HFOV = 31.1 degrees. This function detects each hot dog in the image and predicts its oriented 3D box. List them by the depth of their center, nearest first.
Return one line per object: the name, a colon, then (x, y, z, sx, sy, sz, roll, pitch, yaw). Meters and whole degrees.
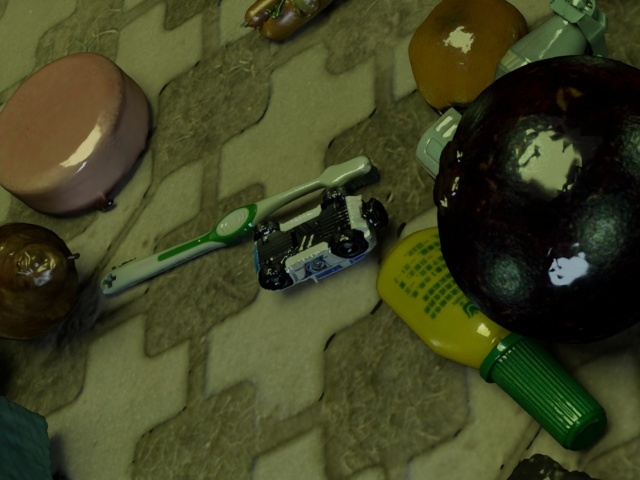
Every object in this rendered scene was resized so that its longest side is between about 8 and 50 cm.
hot dog: (-0.001, -0.374, 1.583, 0.269, 0.072, 0.109, -42, 47, 2)

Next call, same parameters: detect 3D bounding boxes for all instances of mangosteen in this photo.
mangosteen: (0.249, -0.035, 1.089, 0.288, 0.288, 0.288, -15, 56, 24)

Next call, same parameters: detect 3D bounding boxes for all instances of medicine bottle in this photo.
medicine bottle: (0.174, 0.098, 1.189, 0.111, 0.076, 0.309, -42, 49, -1)

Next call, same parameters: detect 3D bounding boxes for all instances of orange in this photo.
orange: (0.174, -0.230, 1.369, 0.170, 0.112, 0.160, 40, 87, 29)

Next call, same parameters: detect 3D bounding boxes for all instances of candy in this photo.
candy: (-0.361, -0.150, 1.658, 0.255, 0.094, 0.255, -15, 56, 23)

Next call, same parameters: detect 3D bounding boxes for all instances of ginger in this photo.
ginger: (-0.461, 0.040, 1.488, 0.357, 0.274, 0.152, 5, 80, 22)

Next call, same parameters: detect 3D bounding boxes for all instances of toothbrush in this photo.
toothbrush: (-0.116, -0.016, 1.462, 0.418, 0.040, 0.042, -22, 56, 20)

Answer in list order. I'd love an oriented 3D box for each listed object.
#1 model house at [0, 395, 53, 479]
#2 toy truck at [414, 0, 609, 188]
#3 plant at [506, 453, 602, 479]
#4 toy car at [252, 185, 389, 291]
model house: (-0.448, 0.370, 1.321, 0.295, 0.252, 0.329, -29, 58, 14)
toy truck: (0.219, -0.145, 1.263, 0.256, 0.140, 0.108, -43, 50, 3)
plant: (0.194, 0.302, 1.026, 0.131, 0.142, 0.203, 15, 62, 27)
toy car: (0.000, 0.000, 1.359, 0.170, 0.070, 0.080, -25, 52, 20)
